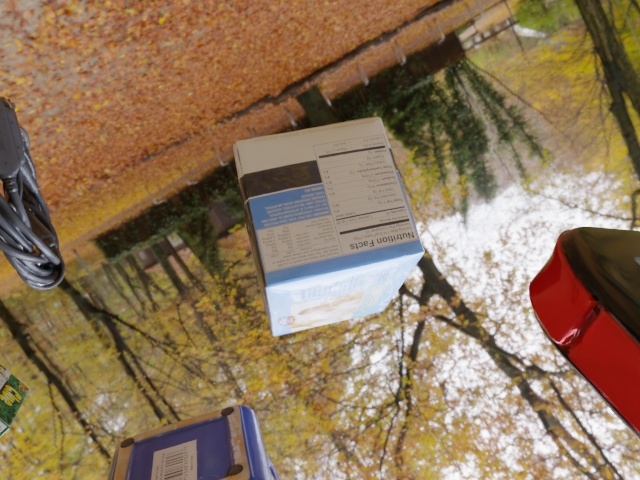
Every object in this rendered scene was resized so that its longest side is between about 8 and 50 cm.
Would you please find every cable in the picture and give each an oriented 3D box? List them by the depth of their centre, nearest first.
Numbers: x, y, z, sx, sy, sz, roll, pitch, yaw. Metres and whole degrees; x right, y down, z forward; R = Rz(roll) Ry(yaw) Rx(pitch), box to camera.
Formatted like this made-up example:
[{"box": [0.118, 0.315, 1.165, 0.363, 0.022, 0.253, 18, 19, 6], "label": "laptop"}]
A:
[{"box": [-0.277, -0.041, 0.473, 0.047, 0.185, 0.150, -18, 176, -23], "label": "cable"}]

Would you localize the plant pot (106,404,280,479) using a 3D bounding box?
[{"box": [-0.155, 0.363, 0.665, 0.235, 0.212, 0.236, -13, -163, -10], "label": "plant pot"}]

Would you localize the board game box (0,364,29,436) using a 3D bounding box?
[{"box": [-0.594, 0.261, 0.930, 0.030, 0.136, 0.259, -43, -165, -18], "label": "board game box"}]

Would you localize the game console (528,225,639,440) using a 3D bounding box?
[{"box": [0.341, 0.121, 0.331, 0.386, 0.342, 0.060, 1, 129, -36], "label": "game console"}]

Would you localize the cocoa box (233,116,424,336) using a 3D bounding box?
[{"box": [0.000, 0.000, 0.870, 0.231, 0.228, 0.347, -12, 160, -8], "label": "cocoa box"}]
